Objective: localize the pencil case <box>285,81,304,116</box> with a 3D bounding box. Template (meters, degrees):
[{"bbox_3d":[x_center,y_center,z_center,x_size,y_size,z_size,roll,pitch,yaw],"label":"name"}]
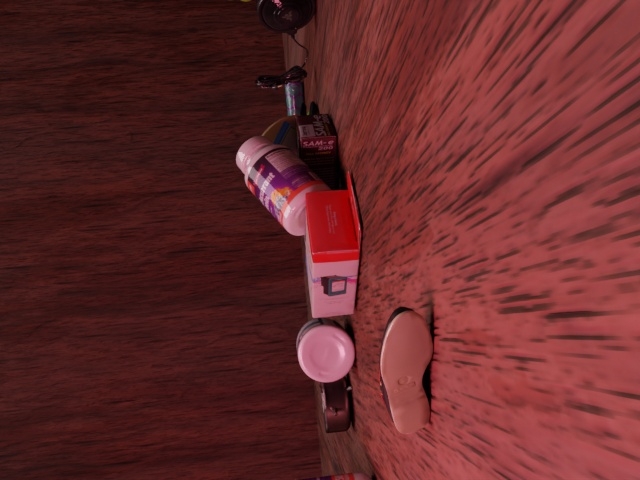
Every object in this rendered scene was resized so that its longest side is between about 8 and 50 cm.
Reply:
[{"bbox_3d":[-0.085,-0.451,1.951,0.070,0.064,0.152,-140,43,-61],"label":"pencil case"}]

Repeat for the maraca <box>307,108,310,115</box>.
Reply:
[{"bbox_3d":[-0.054,-0.267,1.569,0.127,0.099,0.186,-163,94,-83],"label":"maraca"}]

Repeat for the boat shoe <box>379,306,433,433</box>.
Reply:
[{"bbox_3d":[0.073,0.113,0.532,0.042,0.048,0.133,-118,17,-59],"label":"boat shoe"}]

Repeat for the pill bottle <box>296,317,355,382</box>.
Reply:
[{"bbox_3d":[0.006,0.210,1.172,0.180,0.108,0.108,175,91,-87],"label":"pill bottle"}]

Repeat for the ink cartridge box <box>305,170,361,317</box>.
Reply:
[{"bbox_3d":[0.017,0.010,0.987,0.231,0.078,0.134,91,173,-50],"label":"ink cartridge box"}]

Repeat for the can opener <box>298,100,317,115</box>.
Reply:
[{"bbox_3d":[-0.031,-0.289,1.431,0.186,0.059,0.073,-100,6,-49],"label":"can opener"}]

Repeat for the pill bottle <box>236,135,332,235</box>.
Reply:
[{"bbox_3d":[-0.071,-0.107,1.078,0.193,0.108,0.108,46,154,31],"label":"pill bottle"}]

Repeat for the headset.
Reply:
[{"bbox_3d":[-0.110,-0.548,1.351,0.243,0.185,0.394,-101,-4,-56],"label":"headset"}]

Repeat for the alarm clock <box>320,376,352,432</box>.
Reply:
[{"bbox_3d":[0.032,0.352,1.279,0.192,0.064,0.129,96,168,-57],"label":"alarm clock"}]

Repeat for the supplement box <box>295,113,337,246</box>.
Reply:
[{"bbox_3d":[-0.006,-0.120,1.197,0.130,0.073,0.239,-102,8,-58],"label":"supplement box"}]

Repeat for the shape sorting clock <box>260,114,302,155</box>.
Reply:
[{"bbox_3d":[-0.067,-0.165,1.252,0.040,0.206,0.206,32,135,44],"label":"shape sorting clock"}]

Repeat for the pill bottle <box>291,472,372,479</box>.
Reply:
[{"bbox_3d":[-0.063,0.482,0.944,0.181,0.322,0.182,175,90,-86],"label":"pill bottle"}]
